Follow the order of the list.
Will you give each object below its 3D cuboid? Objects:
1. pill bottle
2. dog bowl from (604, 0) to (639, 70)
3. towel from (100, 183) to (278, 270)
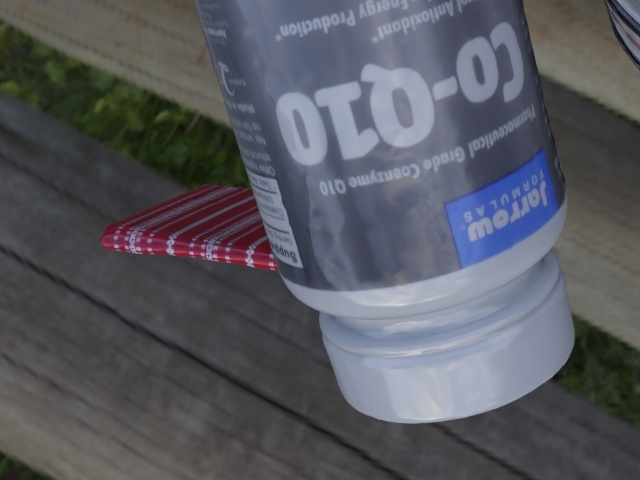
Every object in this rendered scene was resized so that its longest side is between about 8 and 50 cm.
[{"bbox_3d":[0.018,-0.029,0.356,0.078,0.078,0.137,-10,112,18],"label":"pill bottle"},{"bbox_3d":[0.437,-0.265,1.271,0.408,0.408,0.150,3,154,13],"label":"dog bowl"},{"bbox_3d":[0.000,0.000,1.065,0.274,0.199,0.031,7,103,17],"label":"towel"}]
